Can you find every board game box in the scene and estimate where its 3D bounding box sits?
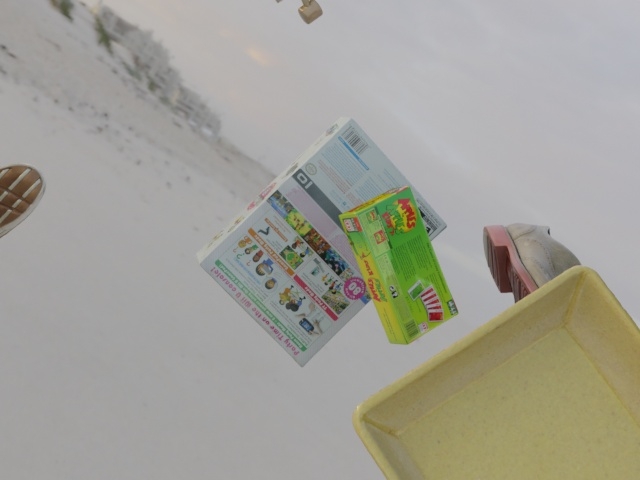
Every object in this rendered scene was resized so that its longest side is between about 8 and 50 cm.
[{"bbox_3d":[0.000,0.000,1.396,0.224,0.303,0.097,47,-3,-15],"label":"board game box"},{"bbox_3d":[0.101,0.032,1.208,0.043,0.092,0.181,-5,-71,60],"label":"board game box"}]

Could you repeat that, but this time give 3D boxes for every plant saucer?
[{"bbox_3d":[0.251,0.246,1.026,0.333,0.332,0.081,56,-14,14],"label":"plant saucer"}]

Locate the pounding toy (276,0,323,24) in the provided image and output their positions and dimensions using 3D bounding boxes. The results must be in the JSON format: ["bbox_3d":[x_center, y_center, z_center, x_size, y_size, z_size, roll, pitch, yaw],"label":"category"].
[{"bbox_3d":[-0.040,-0.486,1.652,0.206,0.094,0.181,57,-10,-1],"label":"pounding toy"}]

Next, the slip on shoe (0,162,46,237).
[{"bbox_3d":[-0.293,-0.017,0.819,0.051,0.135,0.041,45,1,-5],"label":"slip on shoe"}]

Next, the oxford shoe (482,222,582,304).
[{"bbox_3d":[0.353,0.066,1.436,0.348,0.130,0.123,-105,-176,-55],"label":"oxford shoe"}]
